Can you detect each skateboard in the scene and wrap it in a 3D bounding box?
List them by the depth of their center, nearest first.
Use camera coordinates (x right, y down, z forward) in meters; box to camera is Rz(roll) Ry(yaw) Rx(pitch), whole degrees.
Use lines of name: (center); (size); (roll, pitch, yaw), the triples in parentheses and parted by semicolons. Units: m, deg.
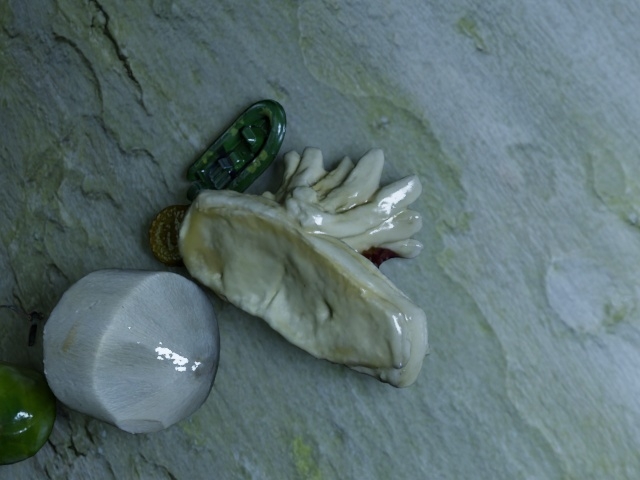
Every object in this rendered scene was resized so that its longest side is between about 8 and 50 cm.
skateboard: (-0.530, 0.144, 1.733); (0.083, 0.032, 0.063); (22, 105, 30)

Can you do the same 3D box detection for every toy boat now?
toy boat: (-0.125, -0.130, 1.497); (0.210, 0.052, 0.104); (-43, 60, 21)

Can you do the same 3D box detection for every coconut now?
coconut: (-0.263, 0.160, 1.436); (0.266, 0.237, 0.237); (6, 86, 32)

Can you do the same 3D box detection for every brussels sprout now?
brussels sprout: (-0.532, 0.287, 1.641); (0.181, 0.144, 0.161); (24, 99, 35)

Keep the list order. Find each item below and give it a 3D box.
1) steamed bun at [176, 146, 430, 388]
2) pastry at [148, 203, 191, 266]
steamed bun: (0.000, 0.000, 1.345); (0.428, 0.189, 0.247); (23, 124, 34)
pastry: (-0.218, -0.009, 1.536); (0.109, 0.057, 0.097); (-50, 62, 18)
